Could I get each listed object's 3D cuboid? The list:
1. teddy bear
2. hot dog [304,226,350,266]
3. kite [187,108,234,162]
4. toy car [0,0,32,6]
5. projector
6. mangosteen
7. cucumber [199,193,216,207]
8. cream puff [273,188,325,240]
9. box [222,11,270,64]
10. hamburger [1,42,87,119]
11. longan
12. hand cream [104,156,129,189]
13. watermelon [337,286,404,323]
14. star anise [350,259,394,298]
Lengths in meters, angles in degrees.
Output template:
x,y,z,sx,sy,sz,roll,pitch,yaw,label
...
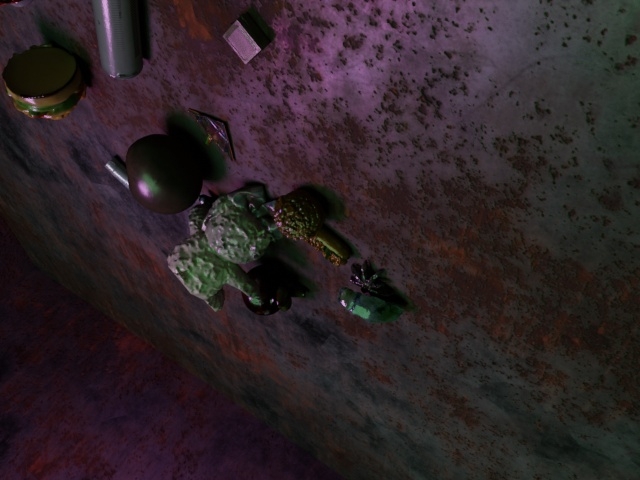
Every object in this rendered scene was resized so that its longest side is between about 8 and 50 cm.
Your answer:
x,y,z,sx,sy,sz,roll,pitch,yaw,label
-0.265,0.015,1.871,0.327,0.362,0.375,50,176,9,teddy bear
0.000,0.000,1.680,0.188,0.055,0.072,37,152,5,hot dog
-0.284,-0.286,1.675,0.190,0.010,0.159,51,150,-13,kite
-0.815,-0.672,1.664,0.112,0.139,0.112,43,169,6,toy car
-0.482,-0.535,1.477,0.108,0.108,0.338,36,150,8,projector
-0.163,0.158,1.979,0.184,0.172,0.173,3,134,42,mangosteen
-0.297,-0.067,1.938,0.250,0.056,0.056,45,150,-8,cucumber
-0.059,-0.062,1.596,0.143,0.103,0.127,8,111,33,cream puff
-0.159,-0.426,1.318,0.083,0.035,0.079,51,149,-15,box
-0.813,-0.453,1.856,0.237,0.237,0.149,33,153,14,hamburger
-0.454,-0.184,1.798,0.245,0.215,0.246,14,120,25,longan
-0.663,-0.203,2.184,0.205,0.050,0.078,47,148,-19,hand cream
0.135,0.190,1.729,0.187,0.071,0.139,19,174,11,watermelon
0.131,0.113,1.695,0.141,0.042,0.141,30,148,21,star anise
